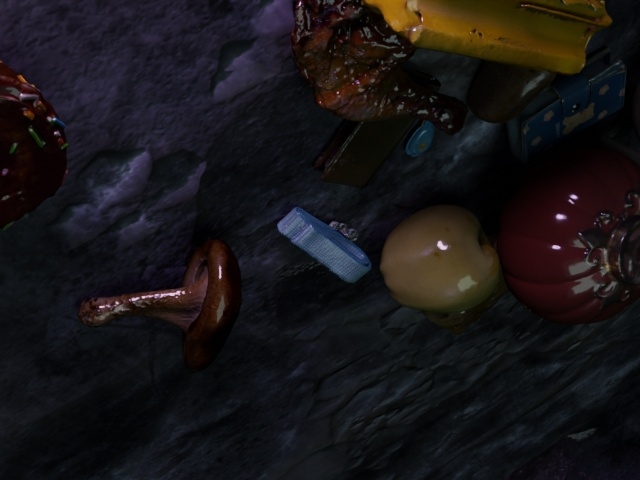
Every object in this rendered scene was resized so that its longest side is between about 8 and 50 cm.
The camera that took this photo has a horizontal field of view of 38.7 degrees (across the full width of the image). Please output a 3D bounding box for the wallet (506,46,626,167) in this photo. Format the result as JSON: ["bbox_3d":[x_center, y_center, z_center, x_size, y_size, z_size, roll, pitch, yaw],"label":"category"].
[{"bbox_3d":[0.395,-0.213,1.469,0.202,0.059,0.141,-30,145,-4],"label":"wallet"}]

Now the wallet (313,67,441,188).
[{"bbox_3d":[0.080,-0.159,1.300,0.110,0.031,0.198,8,129,-44],"label":"wallet"}]

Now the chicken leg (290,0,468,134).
[{"bbox_3d":[0.072,-0.219,1.136,0.177,0.083,0.322,-10,150,17],"label":"chicken leg"}]

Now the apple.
[{"bbox_3d":[0.200,0.032,1.513,0.200,0.200,0.200,-22,146,-16],"label":"apple"}]

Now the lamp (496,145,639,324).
[{"bbox_3d":[0.435,-0.008,1.525,0.303,0.257,0.303,-8,105,-32],"label":"lamp"}]

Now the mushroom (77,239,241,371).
[{"bbox_3d":[-0.231,0.092,1.303,0.217,0.148,0.227,5,128,-22],"label":"mushroom"}]

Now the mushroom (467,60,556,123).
[{"bbox_3d":[0.289,-0.247,1.312,0.072,0.094,0.210,1,139,-45],"label":"mushroom"}]

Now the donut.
[{"bbox_3d":[-0.383,-0.095,0.941,0.235,0.089,0.235,-23,145,-17],"label":"donut"}]

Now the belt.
[{"bbox_3d":[0.003,-0.003,1.416,0.065,0.100,0.179,-41,131,15],"label":"belt"}]

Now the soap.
[{"bbox_3d":[0.172,-0.294,1.046,0.324,0.204,0.096,-1,132,-40],"label":"soap"}]

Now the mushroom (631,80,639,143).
[{"bbox_3d":[0.699,-0.224,1.500,0.315,0.315,0.356,4,140,-43],"label":"mushroom"}]

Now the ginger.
[{"bbox_3d":[0.297,0.053,1.685,0.270,0.123,0.219,-46,148,1],"label":"ginger"}]

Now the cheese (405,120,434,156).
[{"bbox_3d":[0.157,-0.167,1.367,0.047,0.017,0.111,-14,143,-31],"label":"cheese"}]

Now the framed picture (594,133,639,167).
[{"bbox_3d":[0.550,-0.071,1.651,0.018,0.192,0.265,-58,168,-28],"label":"framed picture"}]
